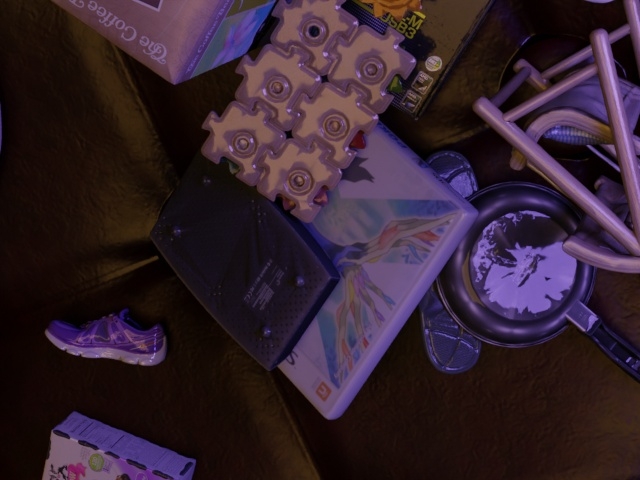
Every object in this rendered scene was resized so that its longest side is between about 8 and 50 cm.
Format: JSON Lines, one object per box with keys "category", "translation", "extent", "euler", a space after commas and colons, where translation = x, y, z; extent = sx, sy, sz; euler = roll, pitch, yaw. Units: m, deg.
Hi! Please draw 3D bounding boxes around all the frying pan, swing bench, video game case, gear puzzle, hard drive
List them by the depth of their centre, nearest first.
{"category": "swing bench", "translation": [0.317, -0.102, 1.527], "extent": [0.165, 0.253, 0.255], "euler": [-30, 95, 25]}
{"category": "gear puzzle", "translation": [0.007, -0.199, 1.638], "extent": [0.175, 0.044, 0.339], "euler": [33, 108, -2]}
{"category": "frying pan", "translation": [0.264, 0.085, 1.677], "extent": [0.197, 0.053, 0.326], "euler": [-29, 94, -5]}
{"category": "video game case", "translation": [0.000, 0.000, 1.729], "extent": [0.300, 0.036, 0.329], "euler": [45, 117, 26]}
{"category": "hard drive", "translation": [-0.091, 0.017, 1.743], "extent": [0.255, 0.054, 0.172], "euler": [46, 118, 26]}

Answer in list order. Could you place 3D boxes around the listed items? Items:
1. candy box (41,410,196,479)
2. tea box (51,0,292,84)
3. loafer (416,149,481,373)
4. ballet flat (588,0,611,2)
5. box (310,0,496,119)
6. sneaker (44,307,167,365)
{"category": "candy box", "translation": [-0.290, 0.353, 1.981], "extent": [0.196, 0.070, 0.165], "euler": [19, 112, 12]}
{"category": "tea box", "translation": [-0.185, -0.372, 1.572], "extent": [0.329, 0.323, 0.220], "euler": [34, 115, 5]}
{"category": "loafer", "translation": [0.144, 0.025, 1.720], "extent": [0.096, 0.084, 0.267], "euler": [-2, 92, -7]}
{"category": "ballet flat", "translation": [0.197, -0.413, 1.510], "extent": [0.139, 0.139, 0.400], "euler": [-22, 106, 24]}
{"category": "box", "translation": [0.088, -0.268, 1.666], "extent": [0.190, 0.045, 0.184], "euler": [35, 117, 5]}
{"category": "sneaker", "translation": [-0.288, 0.124, 1.922], "extent": [0.170, 0.068, 0.071], "euler": [7, 94, 8]}
